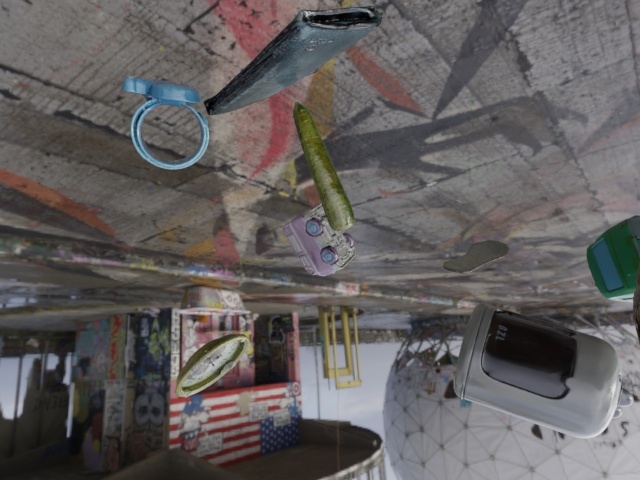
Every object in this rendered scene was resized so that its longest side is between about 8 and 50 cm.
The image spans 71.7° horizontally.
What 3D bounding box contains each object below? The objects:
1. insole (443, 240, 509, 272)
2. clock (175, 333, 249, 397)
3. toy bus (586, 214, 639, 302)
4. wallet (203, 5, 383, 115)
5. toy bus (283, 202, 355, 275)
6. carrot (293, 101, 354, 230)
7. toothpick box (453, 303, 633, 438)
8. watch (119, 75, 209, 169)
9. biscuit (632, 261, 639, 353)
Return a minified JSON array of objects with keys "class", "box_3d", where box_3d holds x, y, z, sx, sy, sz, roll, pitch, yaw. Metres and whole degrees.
[{"class":"insole","box_3d":[0.497,0.046,1.390,0.119,0.009,0.348,18,-155,42]},{"class":"clock","box_3d":[-0.299,0.325,1.198,0.237,0.057,0.237,-39,158,-19]},{"class":"toy bus","box_3d":[0.861,0.069,1.121,0.343,0.184,0.199,9,149,-20]},{"class":"wallet","box_3d":[-0.073,-0.335,0.854,0.190,0.046,0.379,-28,-169,-37]},{"class":"toy bus","box_3d":[0.000,0.000,1.339,0.142,0.203,0.142,-24,-171,35]},{"class":"carrot","box_3d":[0.003,-0.196,1.168,0.074,0.359,0.074,-21,-176,2]},{"class":"toothpick box","box_3d":[0.454,0.277,0.912,0.316,0.229,0.229,15,174,24]},{"class":"watch","box_3d":[-0.357,-0.267,1.024,0.210,0.194,0.211,6,-166,-2]},{"class":"biscuit","box_3d":[0.482,0.134,0.592,0.041,0.208,0.291,-13,123,11]}]
